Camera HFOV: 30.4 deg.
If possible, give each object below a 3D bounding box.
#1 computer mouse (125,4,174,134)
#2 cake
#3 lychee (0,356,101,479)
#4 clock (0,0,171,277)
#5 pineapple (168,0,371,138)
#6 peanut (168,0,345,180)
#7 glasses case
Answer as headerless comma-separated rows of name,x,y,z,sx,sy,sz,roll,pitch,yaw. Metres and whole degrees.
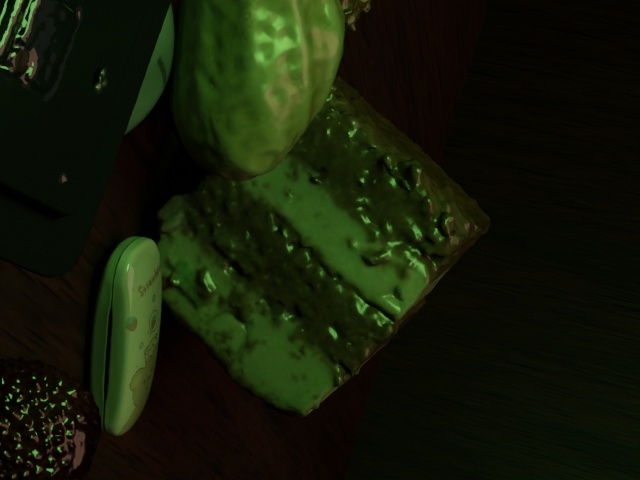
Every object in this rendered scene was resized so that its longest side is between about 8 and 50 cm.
computer mouse,-0.168,-0.167,0.899,0.231,0.079,0.128,66,41,-64
cake,0.000,0.000,1.243,0.290,0.256,0.282,-47,173,13
lychee,-0.227,0.144,0.893,0.129,0.123,0.123,62,36,-30
clock,-0.196,-0.134,0.743,0.273,0.049,0.278,32,73,-60
pineapple,-0.058,-0.218,1.192,0.310,0.141,0.170,-51,179,-36
peanut,-0.052,-0.205,0.987,0.152,0.152,0.313,-40,136,-67
glasses case,-0.187,0.093,1.131,0.081,0.051,0.204,-47,148,-61
